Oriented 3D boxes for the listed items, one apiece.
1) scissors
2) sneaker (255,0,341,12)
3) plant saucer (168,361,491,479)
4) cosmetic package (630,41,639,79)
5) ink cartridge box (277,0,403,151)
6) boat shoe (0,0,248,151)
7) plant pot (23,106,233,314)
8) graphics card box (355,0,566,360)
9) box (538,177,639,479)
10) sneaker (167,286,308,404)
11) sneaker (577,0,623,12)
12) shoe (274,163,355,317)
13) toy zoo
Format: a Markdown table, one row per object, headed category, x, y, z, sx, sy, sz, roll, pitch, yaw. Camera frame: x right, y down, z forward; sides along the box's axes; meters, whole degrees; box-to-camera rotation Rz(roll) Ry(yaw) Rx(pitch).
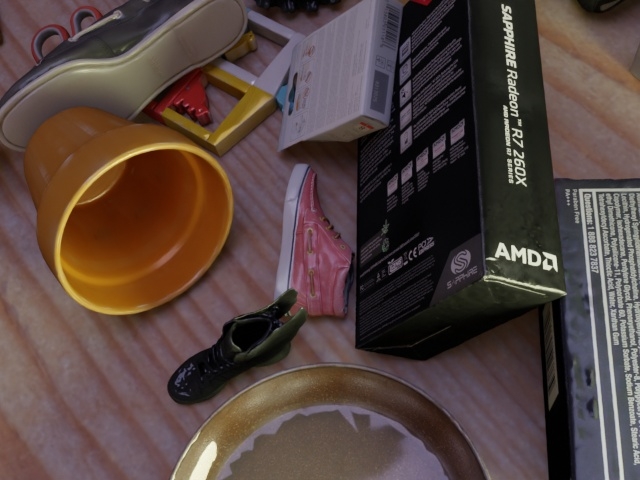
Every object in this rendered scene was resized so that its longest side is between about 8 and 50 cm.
| category | x | y | z | sx | sy | sz | roll | pitch | yaw |
| --- | --- | --- | --- | --- | --- | --- | --- | --- | --- |
| scissors | -0.314 | -0.162 | 1.010 | 0.108 | 0.021 | 0.297 | -12 | 70 | 10 |
| sneaker | 0.021 | -0.385 | 1.047 | 0.276 | 0.098 | 0.135 | -14 | 64 | -1 |
| plant saucer | 0.005 | 0.264 | 0.722 | 0.310 | 0.050 | 0.311 | -6 | 61 | 11 |
| cosmetic package | 0.475 | -0.273 | 0.929 | 0.239 | 0.099 | 0.060 | -35 | 63 | -9 |
| ink cartridge box | 0.019 | -0.179 | 0.913 | 0.045 | 0.179 | 0.146 | 15 | 75 | -28 |
| boat shoe | -0.245 | -0.218 | 0.976 | 0.335 | 0.112 | 0.095 | -33 | 47 | -13 |
| plant pot | -0.231 | -0.054 | 0.885 | 0.205 | 0.205 | 0.188 | -41 | 51 | -11 |
| graphics card box | 0.125 | -0.086 | 0.814 | 0.094 | 0.233 | 0.371 | 14 | 62 | -22 |
| box | 0.355 | 0.108 | 0.718 | 0.293 | 0.183 | 0.296 | -1 | 66 | 10 |
| sneaker | -0.090 | 0.112 | 0.833 | 0.170 | 0.089 | 0.051 | -25 | 64 | -4 |
| sneaker | 0.463 | -0.386 | 0.964 | 0.343 | 0.146 | 0.134 | -37 | 37 | 9 |
| shoe | 0.000 | 0.000 | 0.891 | 0.081 | 0.063 | 0.178 | 3 | 71 | 8 |
| toy zoo | -0.152 | -0.229 | 1.035 | 0.293 | 0.030 | 0.192 | 31 | 73 | 20 |
